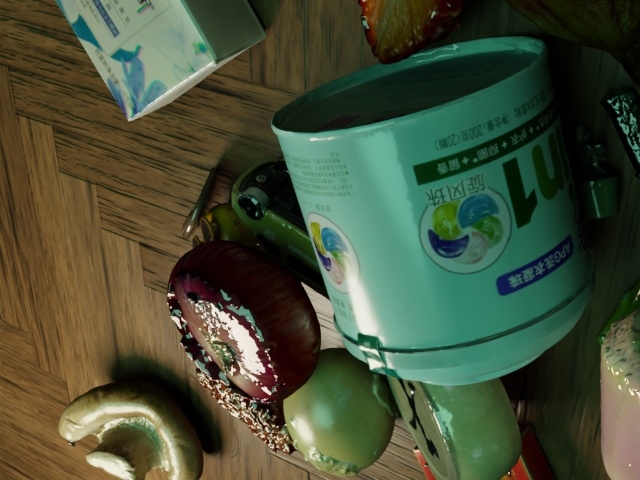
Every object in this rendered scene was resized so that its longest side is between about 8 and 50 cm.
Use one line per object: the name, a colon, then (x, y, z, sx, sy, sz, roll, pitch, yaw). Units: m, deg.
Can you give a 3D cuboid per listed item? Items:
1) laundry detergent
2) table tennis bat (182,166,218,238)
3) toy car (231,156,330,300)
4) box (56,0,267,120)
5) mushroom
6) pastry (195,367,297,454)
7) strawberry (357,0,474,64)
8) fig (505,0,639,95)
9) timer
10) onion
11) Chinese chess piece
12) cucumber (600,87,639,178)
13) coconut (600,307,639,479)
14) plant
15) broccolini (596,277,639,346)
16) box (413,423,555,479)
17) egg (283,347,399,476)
laundry detergent: (0.127, -0.024, 0.989, 0.287, 0.287, 0.305, -2, 115, 39)
table tennis bat: (-0.223, -0.063, 1.351, 0.119, 0.107, 0.170, 24, 156, -7)
toy car: (0.000, 0.000, 1.234, 0.257, 0.101, 0.124, 32, 140, 16)
box: (-0.227, -0.320, 1.197, 0.203, 0.116, 0.274, -22, 102, 43)
mushroom: (-0.329, 0.320, 1.668, 0.286, 0.156, 0.151, 17, 115, 14)
pastry: (-0.093, 0.244, 1.460, 0.208, 0.097, 0.115, 37, 137, 11)
strawberry: (0.116, -0.281, 0.971, 0.236, 0.111, 0.190, 112, 141, -64)
fig: (0.280, -0.239, 0.839, 0.290, 0.190, 0.190, 39, 137, -14)
timer: (-0.119, -0.002, 1.347, 0.107, 0.109, 0.107, 26, 120, 58)
onion: (-0.098, 0.098, 1.234, 0.248, 0.161, 0.248, 26, 154, 14)
Chinese chess piece: (0.158, 0.200, 1.168, 0.238, 0.092, 0.238, 157, 90, -79)
cucumber: (0.335, -0.080, 0.968, 0.163, 0.039, 0.043, 61, 159, -9)
coconut: (0.398, 0.180, 0.951, 0.233, 0.233, 0.245, 14, 134, 31)
plant: (0.289, -0.076, 1.001, 0.051, 0.051, 0.102, -7, 101, 40)
broccolini: (0.393, 0.001, 0.948, 0.079, 0.074, 0.392, 29, 133, 9)
box: (0.225, 0.314, 1.292, 0.175, 0.048, 0.112, -15, 104, 43)
egg: (0.030, 0.239, 1.321, 0.164, 0.164, 0.201, 15, 137, 30)
